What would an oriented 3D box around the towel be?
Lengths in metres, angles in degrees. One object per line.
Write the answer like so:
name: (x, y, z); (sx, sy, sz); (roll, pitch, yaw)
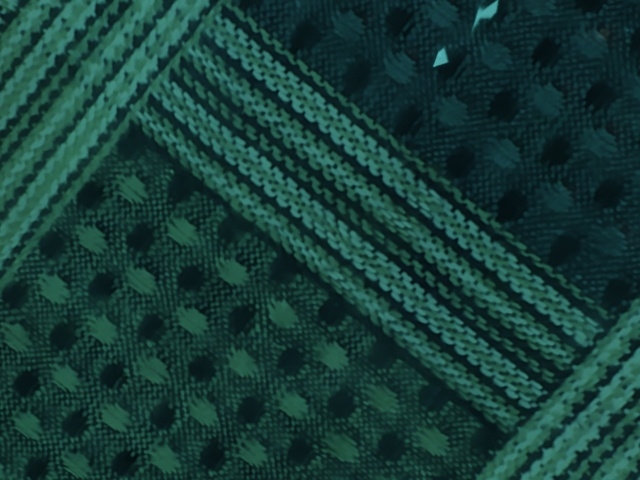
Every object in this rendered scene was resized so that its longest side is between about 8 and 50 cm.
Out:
towel: (0.000, 0.000, 0.494); (0.312, 0.056, 0.324); (41, 103, 3)
